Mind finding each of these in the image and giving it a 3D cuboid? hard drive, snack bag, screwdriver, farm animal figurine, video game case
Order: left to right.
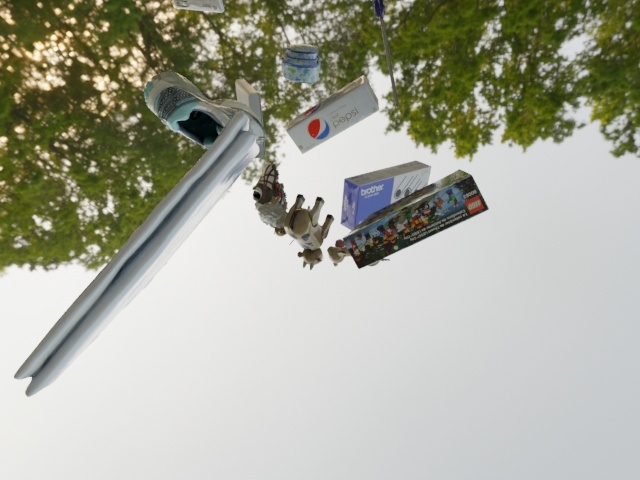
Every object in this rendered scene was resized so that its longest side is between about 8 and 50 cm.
[{"bbox_3d":[-0.183,-0.016,0.516,0.323,0.037,0.342,-49,-168,4],"label":"snack bag"},{"bbox_3d":[-0.341,-0.684,1.086,0.157,0.143,0.019,15,-125,17],"label":"video game case"},{"bbox_3d":[-0.279,-0.487,1.616,0.047,0.232,0.353,-9,-150,-14],"label":"hard drive"},{"bbox_3d":[0.000,0.000,1.254,0.331,0.327,0.172,2,-119,42],"label":"farm animal figurine"},{"bbox_3d":[0.068,-0.234,0.461,0.024,0.169,0.025,-22,-160,-33],"label":"screwdriver"}]

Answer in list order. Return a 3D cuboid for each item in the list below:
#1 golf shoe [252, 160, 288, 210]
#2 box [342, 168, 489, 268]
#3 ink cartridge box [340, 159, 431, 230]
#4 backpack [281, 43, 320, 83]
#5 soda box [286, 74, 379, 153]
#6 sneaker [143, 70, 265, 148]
[{"bbox_3d":[-0.203,-0.208,1.535,0.120,0.105,0.272,-12,-139,-9],"label":"golf shoe"},{"bbox_3d":[0.131,-0.039,0.564,0.159,0.233,0.044,-26,-87,19],"label":"box"},{"bbox_3d":[0.134,-0.093,0.828,0.207,0.097,0.046,-19,-143,-34],"label":"ink cartridge box"},{"bbox_3d":[-0.052,-0.467,1.085,0.105,0.084,0.114,4,-138,-3],"label":"backpack"},{"bbox_3d":[0.028,-0.295,0.975,0.216,0.074,0.069,-25,-148,23],"label":"soda box"},{"bbox_3d":[-0.215,-0.227,0.842,0.110,0.283,0.122,-46,-118,25],"label":"sneaker"}]
